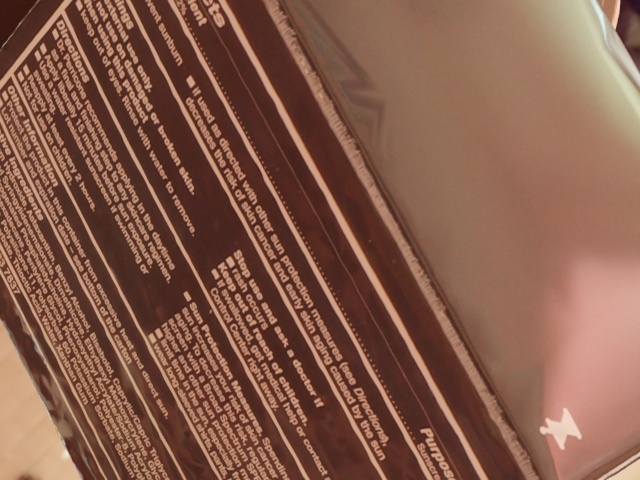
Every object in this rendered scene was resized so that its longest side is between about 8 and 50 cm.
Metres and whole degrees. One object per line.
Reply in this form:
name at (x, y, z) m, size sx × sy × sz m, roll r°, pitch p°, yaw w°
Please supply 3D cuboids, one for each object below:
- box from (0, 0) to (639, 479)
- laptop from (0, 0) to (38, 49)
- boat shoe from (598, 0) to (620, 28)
box at (0.000, 0.000, 0.731) m, size 0.183 × 0.296 × 0.294 m, roll -23°, pitch 171°, yaw -39°
laptop at (-0.104, -0.237, 1.294) m, size 0.382 × 0.236 × 0.408 m, roll -23°, pitch 165°, yaw 9°
boat shoe at (0.147, -0.218, 1.019) m, size 0.095 × 0.112 × 0.335 m, roll 8°, pitch 105°, yaw -51°
